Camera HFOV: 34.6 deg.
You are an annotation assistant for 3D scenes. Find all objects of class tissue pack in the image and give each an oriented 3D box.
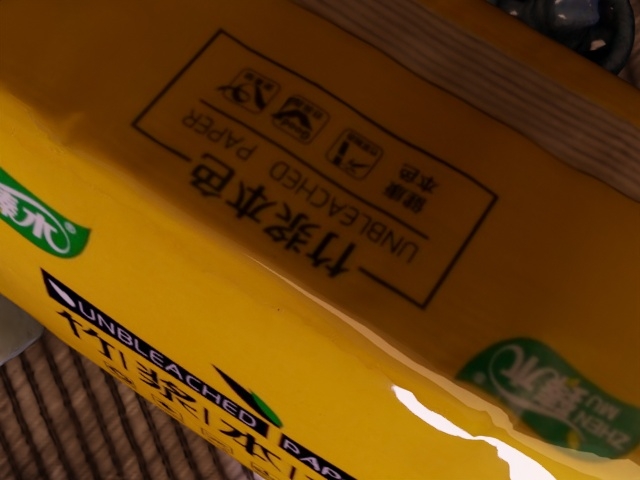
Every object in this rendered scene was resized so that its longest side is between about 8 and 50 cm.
[{"bbox_3d":[0.000,0.000,0.567,0.382,0.293,0.228,33,66,9],"label":"tissue pack"}]

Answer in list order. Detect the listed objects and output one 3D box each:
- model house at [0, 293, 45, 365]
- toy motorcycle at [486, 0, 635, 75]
[{"bbox_3d":[-0.407,0.016,0.728,0.325,0.194,0.267,-16,104,21],"label":"model house"},{"bbox_3d":[0.071,-0.243,0.616,0.319,0.182,0.241,26,103,-1],"label":"toy motorcycle"}]
